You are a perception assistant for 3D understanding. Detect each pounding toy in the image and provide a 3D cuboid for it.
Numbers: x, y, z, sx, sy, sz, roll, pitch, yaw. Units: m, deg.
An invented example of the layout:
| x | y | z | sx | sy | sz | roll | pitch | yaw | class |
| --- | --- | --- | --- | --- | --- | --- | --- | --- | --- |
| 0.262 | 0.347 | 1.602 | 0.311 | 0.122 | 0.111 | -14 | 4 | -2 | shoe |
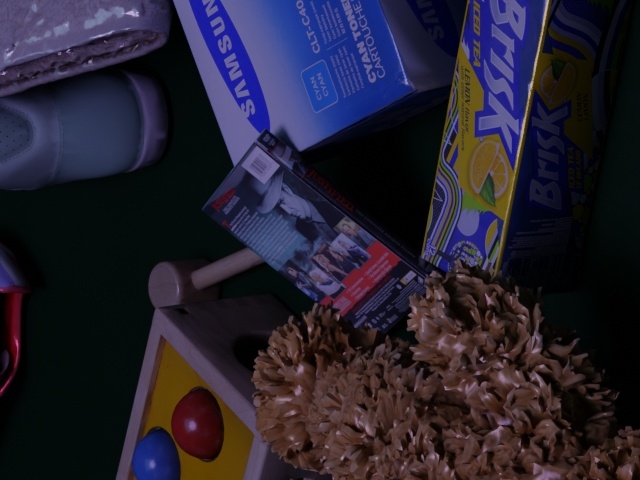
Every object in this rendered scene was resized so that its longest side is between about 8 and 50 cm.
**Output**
| x | y | z | sx | sy | sz | roll | pitch | yaw | class |
| --- | --- | --- | --- | --- | --- | --- | --- | --- | --- |
| -0.061 | 0.076 | 1.143 | 0.206 | 0.094 | 0.181 | 42 | 127 | 43 | pounding toy |

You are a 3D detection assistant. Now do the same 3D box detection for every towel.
| x | y | z | sx | sy | sz | roll | pitch | yaw | class |
| --- | --- | --- | --- | --- | --- | --- | --- | --- | --- |
| -0.199 | -0.174 | 1.169 | 0.282 | 0.049 | 0.187 | -12 | 71 | 34 | towel |

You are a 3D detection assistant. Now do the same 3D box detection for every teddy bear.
| x | y | z | sx | sy | sz | roll | pitch | yaw | class |
| --- | --- | --- | --- | --- | --- | --- | --- | --- | --- |
| 0.068 | 0.132 | 0.890 | 0.338 | 0.113 | 0.245 | 34 | 106 | 45 | teddy bear |

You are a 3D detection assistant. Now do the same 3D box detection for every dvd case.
| x | y | z | sx | sy | sz | roll | pitch | yaw | class |
| --- | --- | --- | --- | --- | --- | --- | --- | --- | --- |
| 0.000 | 0.000 | 1.048 | 0.119 | 0.013 | 0.087 | 37 | 147 | -3 | dvd case |

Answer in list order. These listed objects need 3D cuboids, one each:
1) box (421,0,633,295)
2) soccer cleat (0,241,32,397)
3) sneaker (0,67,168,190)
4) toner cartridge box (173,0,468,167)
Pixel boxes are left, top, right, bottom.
| x | y | z | sx | sy | sz | roll | pitch | yaw | class |
| --- | --- | --- | --- | --- | --- | --- | --- | --- | --- |
| 0.098 | -0.061 | 0.937 | 0.059 | 0.054 | 0.169 | 32 | 119 | 48 | box |
| -0.265 | 0.111 | 1.453 | 0.095 | 0.083 | 0.248 | 36 | 120 | 41 | soccer cleat |
| -0.227 | -0.078 | 1.306 | 0.256 | 0.151 | 0.094 | -1 | 94 | 55 | sneaker |
| -0.032 | -0.220 | 1.030 | 0.165 | 0.075 | 0.347 | -25 | 84 | 54 | toner cartridge box |
